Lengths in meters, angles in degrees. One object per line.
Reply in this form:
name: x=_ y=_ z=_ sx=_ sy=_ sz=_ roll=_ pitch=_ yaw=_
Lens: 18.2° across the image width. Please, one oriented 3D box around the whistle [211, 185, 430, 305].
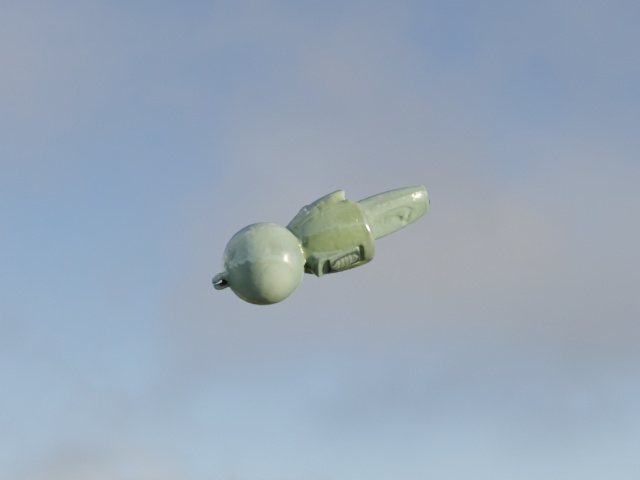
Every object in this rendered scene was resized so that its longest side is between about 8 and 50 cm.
whistle: x=0.000 y=0.000 z=0.827 sx=0.100 sy=0.035 sz=0.035 roll=-22 pitch=-7 yaw=-18
